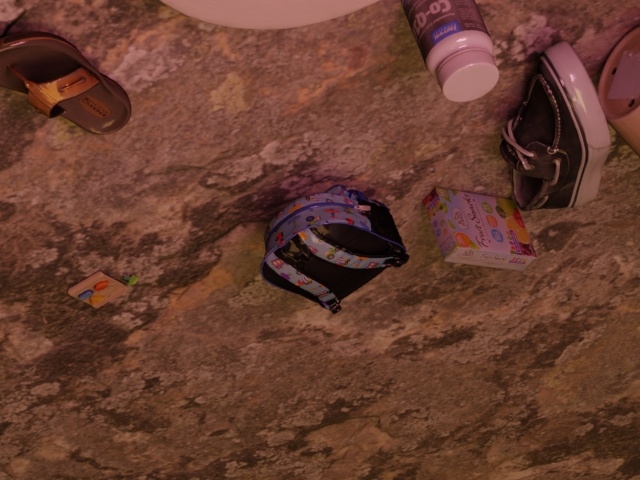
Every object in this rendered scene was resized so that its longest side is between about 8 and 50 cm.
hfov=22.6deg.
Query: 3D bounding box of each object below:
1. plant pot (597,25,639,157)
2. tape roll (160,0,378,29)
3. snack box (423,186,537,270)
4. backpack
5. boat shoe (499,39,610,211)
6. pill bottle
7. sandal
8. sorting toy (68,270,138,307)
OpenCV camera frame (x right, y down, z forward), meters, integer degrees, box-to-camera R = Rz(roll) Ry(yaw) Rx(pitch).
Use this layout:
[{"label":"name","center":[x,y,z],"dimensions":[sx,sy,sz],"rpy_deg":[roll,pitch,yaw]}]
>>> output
[{"label":"plant pot","center":[0.485,-0.154,1.969],"dimensions":[0.274,0.256,0.256],"rpy_deg":[21,133,-24]},{"label":"tape roll","center":[-0.016,-0.359,1.544],"dimensions":[0.392,0.072,0.392],"rpy_deg":[-12,147,-8]},{"label":"snack box","center":[0.214,-0.014,2.145],"dimensions":[0.141,0.100,0.037],"rpy_deg":[7,140,-34]},{"label":"backpack","center":[0.000,0.000,2.045],"dimensions":[0.158,0.117,0.173],"rpy_deg":[-37,144,27]},{"label":"boat shoe","center":[0.286,-0.120,2.002],"dimensions":[0.119,0.121,0.335],"rpy_deg":[-22,150,-2]},{"label":"pill bottle","center":[0.145,-0.224,1.762],"dimensions":[0.078,0.137,0.078],"rpy_deg":[-13,147,-9]},{"label":"sandal","center":[-0.281,-0.158,1.724],"dimensions":[0.090,0.060,0.219],"rpy_deg":[-30,146,17]},{"label":"sorting toy","center":[-0.280,0.061,2.096],"dimensions":[0.083,0.012,0.062],"rpy_deg":[-29,146,17]}]
